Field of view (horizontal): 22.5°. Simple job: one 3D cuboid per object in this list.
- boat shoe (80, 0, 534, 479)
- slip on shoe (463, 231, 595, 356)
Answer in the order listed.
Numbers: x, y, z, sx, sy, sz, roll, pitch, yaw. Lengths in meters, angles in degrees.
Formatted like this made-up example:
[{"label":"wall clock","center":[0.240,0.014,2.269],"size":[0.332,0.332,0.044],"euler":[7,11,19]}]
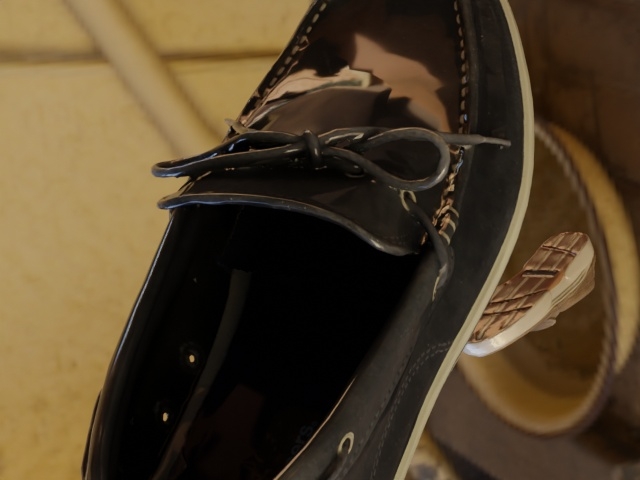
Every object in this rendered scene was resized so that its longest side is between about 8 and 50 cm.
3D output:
[{"label":"boat shoe","center":[0.000,0.000,0.906],"size":[0.186,0.500,0.156],"euler":[7,147,23]},{"label":"slip on shoe","center":[0.142,0.044,1.084],"size":[0.051,0.135,0.041],"euler":[4,124,40]}]
